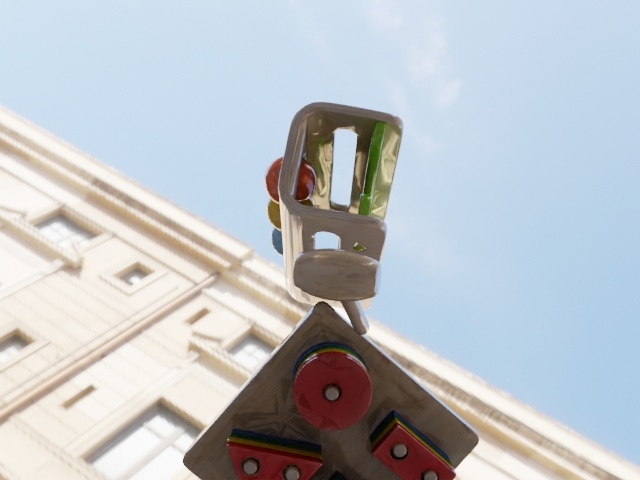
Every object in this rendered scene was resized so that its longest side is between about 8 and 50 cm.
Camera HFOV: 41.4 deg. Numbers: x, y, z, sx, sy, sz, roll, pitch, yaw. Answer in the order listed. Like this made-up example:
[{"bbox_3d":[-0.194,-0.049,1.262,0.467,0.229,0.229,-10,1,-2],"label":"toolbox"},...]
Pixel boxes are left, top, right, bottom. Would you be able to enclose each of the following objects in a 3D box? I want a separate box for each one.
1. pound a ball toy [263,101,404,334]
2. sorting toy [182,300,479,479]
[{"bbox_3d":[0.000,0.000,0.897,0.136,0.208,0.319,10,-21,4],"label":"pound a ball toy"},{"bbox_3d":[0.013,0.251,0.982,0.255,0.089,0.257,41,-86,-5],"label":"sorting toy"}]
